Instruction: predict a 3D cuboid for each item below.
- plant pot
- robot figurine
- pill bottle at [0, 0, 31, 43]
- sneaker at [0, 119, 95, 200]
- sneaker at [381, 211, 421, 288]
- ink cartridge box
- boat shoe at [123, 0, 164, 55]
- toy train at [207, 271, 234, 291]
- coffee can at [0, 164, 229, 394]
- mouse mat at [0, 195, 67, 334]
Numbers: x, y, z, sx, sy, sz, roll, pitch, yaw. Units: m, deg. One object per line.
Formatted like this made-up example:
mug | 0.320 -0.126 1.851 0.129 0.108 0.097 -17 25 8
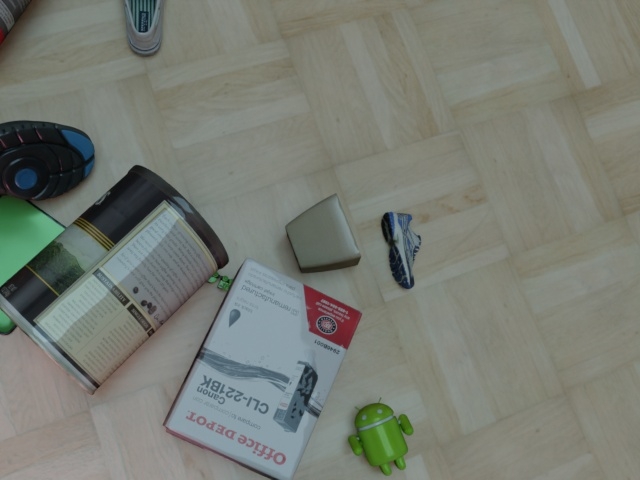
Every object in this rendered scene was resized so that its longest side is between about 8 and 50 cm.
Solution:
plant pot | 0.000 0.000 1.271 0.096 0.109 0.109 -21 82 -4
robot figurine | 0.095 0.308 1.231 0.101 0.067 0.115 -20 81 -4
pill bottle | -0.513 -0.456 1.227 0.176 0.176 0.319 28 73 -4
sneaker | -0.513 -0.126 1.171 0.340 0.139 0.125 -11 119 -34
sneaker | 0.147 0.014 1.323 0.058 0.052 0.135 -7 79 -18
ink cartridge box | -0.087 0.194 1.164 0.197 0.114 0.273 26 74 -5
boat shoe | -0.295 -0.428 1.320 0.083 0.076 0.226 -8 78 -14
toy train | -0.153 0.069 1.262 0.083 0.017 0.024 25 83 -5
coffee can | -0.300 0.055 1.136 0.201 0.201 0.275 44 72 1
mouse mat | -0.482 0.031 1.206 0.152 0.007 0.190 36 71 -2
